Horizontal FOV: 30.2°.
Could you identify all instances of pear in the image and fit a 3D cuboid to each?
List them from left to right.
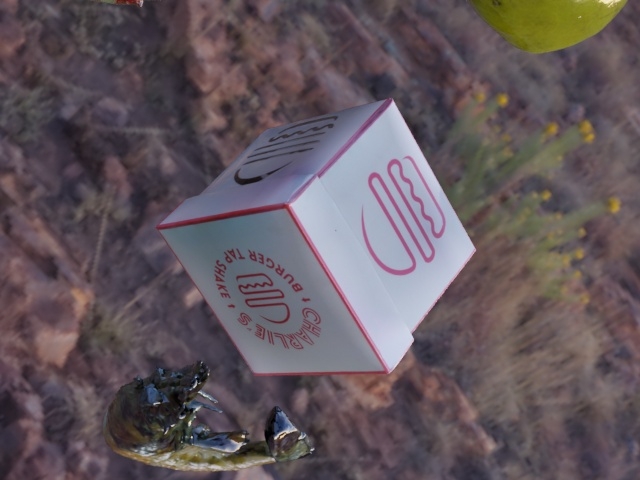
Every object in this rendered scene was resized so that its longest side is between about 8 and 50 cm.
[{"bbox_3d":[0.258,-0.379,1.385,0.253,0.252,0.307,-70,142,-52],"label":"pear"}]

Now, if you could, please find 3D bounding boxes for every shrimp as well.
[{"bbox_3d":[-0.134,0.228,1.438,0.272,0.445,0.085,8,68,-4],"label":"shrimp"}]

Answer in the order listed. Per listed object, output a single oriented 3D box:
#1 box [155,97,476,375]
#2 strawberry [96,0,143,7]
[{"bbox_3d":[0.000,0.000,1.826,0.300,0.314,0.312,-48,117,-36],"label":"box"},{"bbox_3d":[-0.299,-0.458,1.660,0.205,0.205,0.245,-15,116,-55],"label":"strawberry"}]
